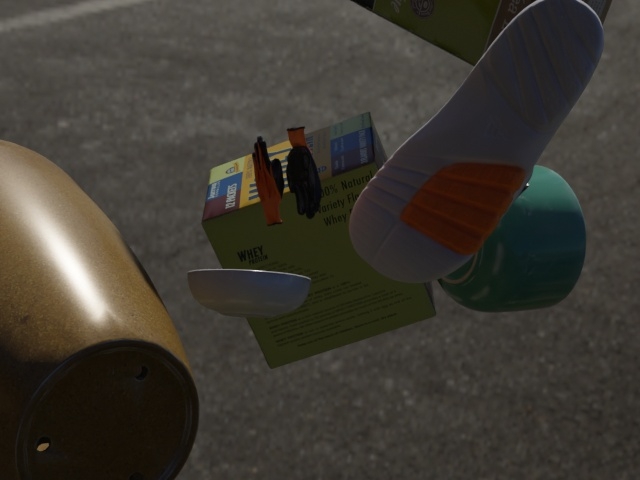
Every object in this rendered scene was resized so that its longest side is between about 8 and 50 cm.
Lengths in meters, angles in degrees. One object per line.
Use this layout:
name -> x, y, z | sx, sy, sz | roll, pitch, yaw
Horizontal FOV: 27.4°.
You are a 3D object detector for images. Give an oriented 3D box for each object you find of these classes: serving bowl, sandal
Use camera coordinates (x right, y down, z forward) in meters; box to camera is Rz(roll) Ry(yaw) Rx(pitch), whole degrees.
serving bowl -> -0.048, 0.037, 0.874 | 0.083, 0.027, 0.083 | 3, -8, 0
sandal -> 0.134, -0.074, 1.041 | 0.102, 0.265, 0.076 | 43, 16, 11

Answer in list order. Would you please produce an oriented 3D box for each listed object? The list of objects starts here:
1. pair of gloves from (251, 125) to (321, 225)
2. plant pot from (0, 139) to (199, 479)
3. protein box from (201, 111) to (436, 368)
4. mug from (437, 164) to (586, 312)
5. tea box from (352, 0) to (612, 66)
pair of gloves -> -0.028, -0.051, 1.050 | 0.010, 0.074, 0.083 | -13, 2, -37
plant pot -> -0.191, 0.078, 0.848 | 0.237, 0.237, 0.254 | -12, 24, -32
protein box -> 0.000, 0.000, 1.457 | 0.199, 0.201, 0.136 | -19, 27, 10
mug -> 0.147, -0.009, 1.160 | 0.097, 0.129, 0.158 | -3, 34, -32
tea box -> 0.204, -0.417, 1.591 | 0.323, 0.329, 0.220 | 35, 33, 28
